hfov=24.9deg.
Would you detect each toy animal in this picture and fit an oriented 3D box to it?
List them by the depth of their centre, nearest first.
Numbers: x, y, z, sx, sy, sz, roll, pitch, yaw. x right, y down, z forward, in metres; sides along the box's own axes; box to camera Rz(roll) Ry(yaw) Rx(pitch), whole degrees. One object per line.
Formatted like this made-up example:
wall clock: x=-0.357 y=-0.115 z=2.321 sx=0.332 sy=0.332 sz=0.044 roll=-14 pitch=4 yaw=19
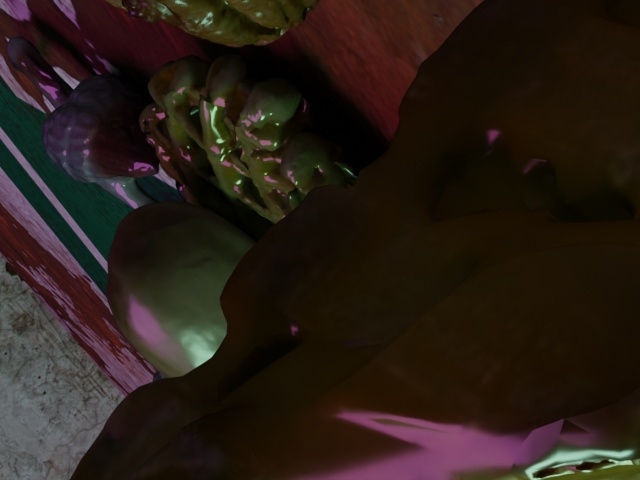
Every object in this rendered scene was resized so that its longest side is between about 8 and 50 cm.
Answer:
toy animal: x=-0.182 y=-0.088 z=1.199 sx=0.324 sy=0.090 sz=0.195 roll=39 pitch=172 yaw=19

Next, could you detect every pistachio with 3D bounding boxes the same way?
pistachio: x=-0.072 y=0.048 z=0.997 sx=0.185 sy=0.126 sz=0.108 roll=49 pitch=-154 yaw=-20

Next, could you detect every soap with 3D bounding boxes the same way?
soap: x=0.143 y=0.059 z=0.343 sx=0.339 sy=0.304 sz=0.169 roll=29 pitch=162 yaw=45

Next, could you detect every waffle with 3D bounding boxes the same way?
waffle: x=0.000 y=0.000 z=0.995 sx=0.317 sy=0.073 sz=0.297 roll=48 pitch=164 yaw=-16

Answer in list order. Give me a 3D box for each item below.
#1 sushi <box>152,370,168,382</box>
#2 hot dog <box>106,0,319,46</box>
sushi: x=-0.043 y=0.165 z=1.332 sx=0.274 sy=0.184 sz=0.139 roll=44 pitch=166 yaw=-3
hot dog: x=-0.092 y=-0.182 z=0.709 sx=0.227 sy=0.099 sz=0.160 roll=53 pitch=162 yaw=-20
